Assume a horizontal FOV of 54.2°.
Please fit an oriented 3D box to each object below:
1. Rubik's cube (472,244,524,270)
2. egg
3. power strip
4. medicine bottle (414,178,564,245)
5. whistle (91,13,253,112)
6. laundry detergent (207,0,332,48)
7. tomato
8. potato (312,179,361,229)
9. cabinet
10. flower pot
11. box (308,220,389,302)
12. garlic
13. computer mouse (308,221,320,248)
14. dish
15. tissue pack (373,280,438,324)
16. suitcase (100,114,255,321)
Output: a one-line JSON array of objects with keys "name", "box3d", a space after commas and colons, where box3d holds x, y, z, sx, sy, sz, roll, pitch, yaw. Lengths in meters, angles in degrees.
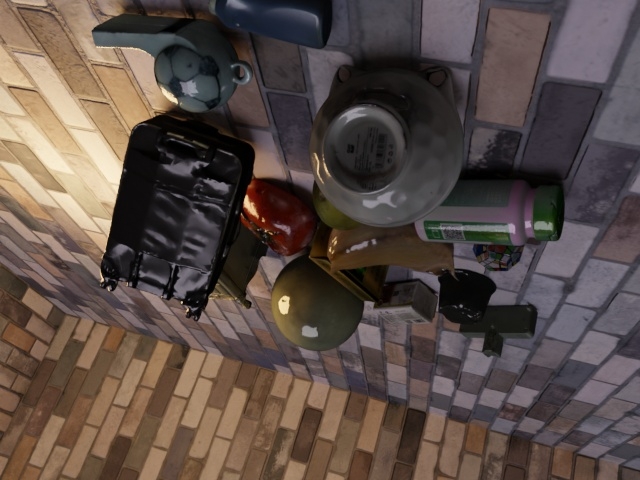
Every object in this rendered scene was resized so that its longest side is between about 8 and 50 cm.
[{"name": "Rubik's cube", "box3d": [0.395, 0.016, 1.393, 0.111, 0.093, 0.111, 14, 153, 7]}, {"name": "egg", "box3d": [-0.008, 0.165, 1.729, 0.259, 0.258, 0.352, 25, -165, -13]}, {"name": "power strip", "box3d": [0.487, 0.251, 1.747, 0.216, 0.145, 0.061, -9, 145, 43]}, {"name": "medicine bottle", "box3d": [0.334, -0.057, 1.242, 0.274, 0.133, 0.133, 3, 150, 31]}, {"name": "whistle", "box3d": [-0.249, -0.308, 1.112, 0.290, 0.163, 0.163, 10, 154, 20]}, {"name": "laundry detergent", "box3d": [-0.086, -0.364, 0.995, 0.207, 0.061, 0.096, 15, 163, 11]}, {"name": "tomato", "box3d": [-0.120, -0.040, 1.565, 0.228, 0.101, 0.228, 27, 152, 16]}, {"name": "potato", "box3d": [0.068, -0.122, 1.233, 0.148, 0.197, 0.228, 49, 173, 7]}, {"name": "cabinet", "box3d": [-0.346, 0.024, 1.763, 0.290, 0.227, 0.318, 7, 153, 21]}, {"name": "flower pot", "box3d": [0.384, 0.159, 1.678, 0.158, 0.106, 0.157, 14, 156, 7]}, {"name": "box", "box3d": [0.082, 0.036, 1.573, 0.071, 0.159, 0.240, -2, 150, 41]}, {"name": "garlic", "box3d": [0.185, 0.000, 1.432, 0.339, 0.151, 0.196, 3, 131, -13]}, {"name": "computer mouse", "box3d": [-0.001, 0.001, 1.665, 0.102, 0.044, 0.199, 14, 162, 28]}, {"name": "dish", "box3d": [0.092, -0.155, 1.034, 0.303, 0.302, 0.120, 7, -169, 23]}, {"name": "tissue pack", "box3d": [0.249, 0.183, 1.823, 0.106, 0.099, 0.149, 38, 149, -31]}, {"name": "suitcase", "box3d": [-0.316, -0.060, 1.412, 0.283, 0.194, 0.433, 19, 112, 0]}]
